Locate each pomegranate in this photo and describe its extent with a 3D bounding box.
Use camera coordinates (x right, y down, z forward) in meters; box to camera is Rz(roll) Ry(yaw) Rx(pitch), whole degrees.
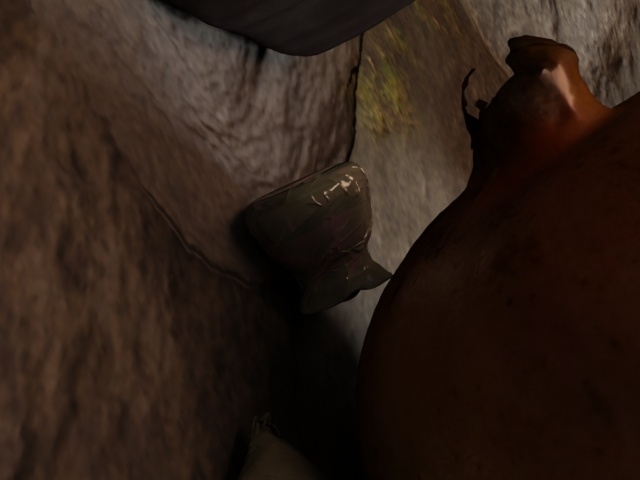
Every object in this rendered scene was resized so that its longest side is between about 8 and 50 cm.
[{"bbox_3d":[0.164,0.056,0.776,0.338,0.338,0.338,46,27,-32],"label":"pomegranate"}]

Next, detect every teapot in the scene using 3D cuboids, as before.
[{"bbox_3d":[0.000,0.000,0.859,0.083,0.064,0.064,-173,-120,-80],"label":"teapot"}]

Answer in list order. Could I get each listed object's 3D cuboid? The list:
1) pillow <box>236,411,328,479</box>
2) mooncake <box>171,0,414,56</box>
[{"bbox_3d":[0.029,0.190,0.707,0.230,0.050,0.148,57,14,-13],"label":"pillow"},{"bbox_3d":[-0.026,-0.246,0.963,0.306,0.154,0.306,44,31,-36],"label":"mooncake"}]
